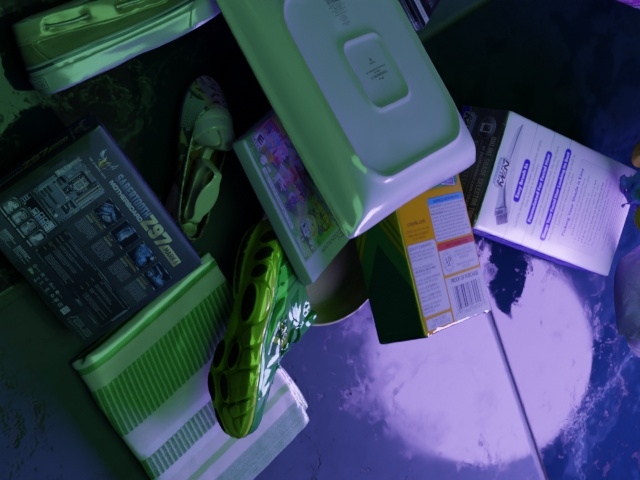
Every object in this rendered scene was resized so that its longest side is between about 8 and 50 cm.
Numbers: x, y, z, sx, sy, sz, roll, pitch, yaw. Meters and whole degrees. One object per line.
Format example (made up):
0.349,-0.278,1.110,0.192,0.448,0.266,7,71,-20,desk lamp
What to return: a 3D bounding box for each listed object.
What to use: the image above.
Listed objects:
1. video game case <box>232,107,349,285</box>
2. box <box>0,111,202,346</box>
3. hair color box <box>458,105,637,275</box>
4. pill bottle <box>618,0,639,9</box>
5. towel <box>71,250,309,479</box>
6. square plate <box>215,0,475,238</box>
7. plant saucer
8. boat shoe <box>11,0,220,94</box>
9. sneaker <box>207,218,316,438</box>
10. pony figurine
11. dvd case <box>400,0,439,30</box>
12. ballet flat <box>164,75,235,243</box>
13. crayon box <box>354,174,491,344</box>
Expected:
-0.020,-0.078,1.624,0.212,0.023,0.193,64,36,-18,video game case
-0.280,-0.011,1.482,0.183,0.059,0.233,-36,121,-2,box
0.344,-0.074,1.937,0.338,0.110,0.185,18,89,-41,hair color box
0.463,-0.465,1.907,0.301,0.169,0.169,8,94,-38,pill bottle
-0.165,0.207,1.663,0.248,0.038,0.325,-43,123,-22,towel
0.055,-0.210,1.583,0.347,0.049,0.344,-31,93,-51,square plate
0.000,0.000,1.741,0.241,0.037,0.241,-8,104,-34,plant saucer
-0.225,-0.279,1.473,0.302,0.109,0.094,-33,115,-24,boat shoe
-0.064,0.123,1.625,0.123,0.109,0.296,14,90,-36,sneaker
0.578,-0.005,1.900,0.363,0.302,0.351,19,62,-67,pony figurine
0.141,-0.424,1.721,0.164,0.018,0.221,58,43,-30,dvd case
-0.149,-0.100,1.582,0.077,0.079,0.222,11,92,-39,ballet flat
0.128,-0.034,1.727,0.203,0.083,0.323,-13,91,-55,crayon box
